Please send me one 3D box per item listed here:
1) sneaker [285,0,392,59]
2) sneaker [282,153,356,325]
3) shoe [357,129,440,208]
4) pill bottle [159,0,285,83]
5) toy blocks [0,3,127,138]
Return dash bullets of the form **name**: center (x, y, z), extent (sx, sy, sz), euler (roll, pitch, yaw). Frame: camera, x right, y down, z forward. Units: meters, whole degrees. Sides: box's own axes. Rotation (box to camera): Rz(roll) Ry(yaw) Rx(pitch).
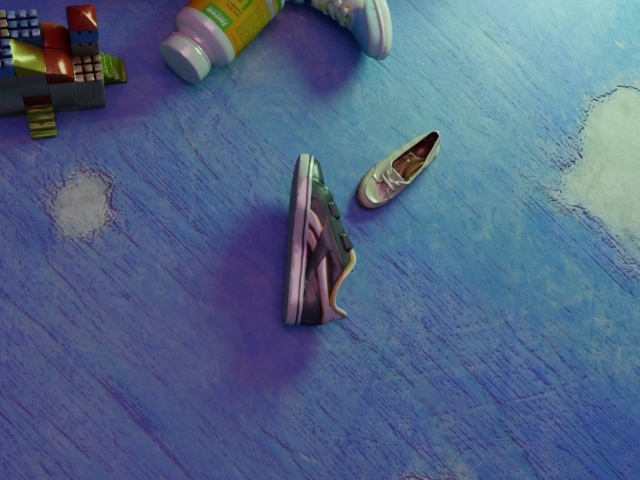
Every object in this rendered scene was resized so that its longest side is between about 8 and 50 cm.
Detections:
- **sneaker**: center (0.005, -0.483, 1.794), extent (0.208, 0.127, 0.319), euler (-16, 71, -17)
- **sneaker**: center (0.000, 0.000, 1.678), extent (0.128, 0.126, 0.321), euler (3, 87, -7)
- **shoe**: center (0.158, -0.146, 1.778), extent (0.219, 0.058, 0.076), euler (-42, 88, -18)
- **pill bottle**: center (-0.193, -0.422, 1.725), extent (0.136, 0.136, 0.245), euler (40, 72, -1)
- **toy blocks**: center (-0.530, -0.308, 1.560), extent (0.382, 0.261, 0.190), euler (-9, 79, -14)
